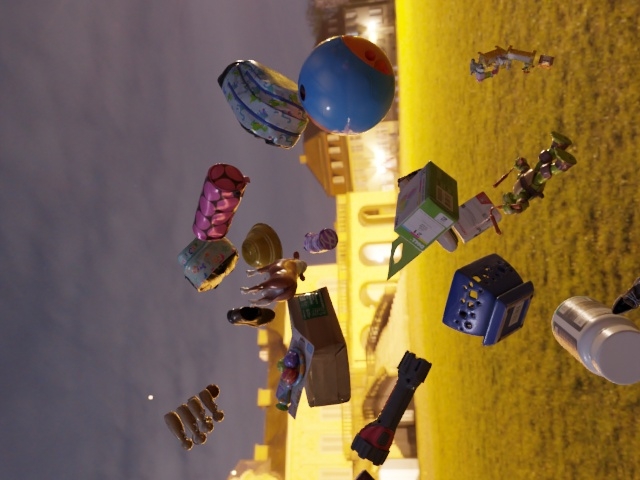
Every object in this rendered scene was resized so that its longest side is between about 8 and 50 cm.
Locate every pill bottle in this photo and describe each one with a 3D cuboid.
[{"bbox_3d":[0.908,0.319,1.913,0.361,0.204,0.204,-74,-21,-80],"label":"pill bottle"}]

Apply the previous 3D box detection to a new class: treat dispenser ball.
[{"bbox_3d":[0.077,-0.453,1.733,0.288,0.287,0.289,-4,-90,-80],"label":"treat dispenser ball"}]

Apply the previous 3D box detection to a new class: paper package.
[{"bbox_3d":[-0.007,0.387,2.171,0.325,0.168,0.310,-109,11,-52],"label":"paper package"}]

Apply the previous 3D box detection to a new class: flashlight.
[{"bbox_3d":[0.191,0.442,1.576,0.304,0.103,0.103,-63,-30,-4],"label":"flashlight"}]

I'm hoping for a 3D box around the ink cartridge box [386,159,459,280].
[{"bbox_3d":[0.221,-0.046,1.469,0.097,0.255,0.189,36,-147,-13],"label":"ink cartridge box"}]

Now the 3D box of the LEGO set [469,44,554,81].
[{"bbox_3d":[0.636,-0.585,2.008,0.107,0.286,0.132,91,168,-45],"label":"LEGO set"}]

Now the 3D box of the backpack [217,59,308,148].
[{"bbox_3d":[-0.174,-0.459,1.997,0.290,0.273,0.356,26,-144,-31],"label":"backpack"}]

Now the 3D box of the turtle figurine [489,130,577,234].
[{"bbox_3d":[0.481,-0.129,1.341,0.217,0.087,0.270,-53,3,43],"label":"turtle figurine"}]

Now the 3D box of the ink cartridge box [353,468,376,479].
[{"bbox_3d":[0.113,0.719,1.458,0.208,0.206,0.045,-44,-17,-14],"label":"ink cartridge box"}]

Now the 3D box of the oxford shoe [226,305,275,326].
[{"bbox_3d":[-0.263,0.308,2.418,0.227,0.096,0.083,2,-109,-45],"label":"oxford shoe"}]

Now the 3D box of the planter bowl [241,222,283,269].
[{"bbox_3d":[-0.259,0.043,2.411,0.090,0.217,0.217,-18,-73,-44],"label":"planter bowl"}]

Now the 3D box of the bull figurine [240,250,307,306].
[{"bbox_3d":[-0.136,0.120,1.828,0.310,0.188,0.101,-89,-20,-81],"label":"bull figurine"}]

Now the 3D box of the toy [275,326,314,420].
[{"bbox_3d":[-0.094,0.389,1.730,0.137,0.056,0.238,32,115,55],"label":"toy"}]

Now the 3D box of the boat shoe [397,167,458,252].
[{"bbox_3d":[0.432,-0.129,2.139,0.341,0.158,0.127,57,174,18],"label":"boat shoe"}]

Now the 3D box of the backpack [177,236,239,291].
[{"bbox_3d":[-0.426,0.075,2.251,0.191,0.225,0.253,46,168,-3],"label":"backpack"}]

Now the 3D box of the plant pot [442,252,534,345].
[{"bbox_3d":[0.592,0.213,2.052,0.235,0.212,0.236,-17,-52,-36],"label":"plant pot"}]

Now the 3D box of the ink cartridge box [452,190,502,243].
[{"bbox_3d":[0.466,-0.068,1.795,0.099,0.135,0.056,59,-176,20],"label":"ink cartridge box"}]

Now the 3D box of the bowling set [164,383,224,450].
[{"bbox_3d":[-0.406,0.615,2.096,0.199,0.287,0.154,-31,-94,-40],"label":"bowling set"}]

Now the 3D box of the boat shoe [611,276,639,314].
[{"bbox_3d":[0.913,0.166,1.710,0.066,0.066,0.183,-34,-24,-29],"label":"boat shoe"}]

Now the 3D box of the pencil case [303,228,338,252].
[{"bbox_3d":[0.000,0.000,2.278,0.088,0.086,0.206,58,160,-7],"label":"pencil case"}]

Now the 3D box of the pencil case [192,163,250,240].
[{"bbox_3d":[-0.239,-0.084,1.401,0.209,0.098,0.095,-56,47,49],"label":"pencil case"}]
